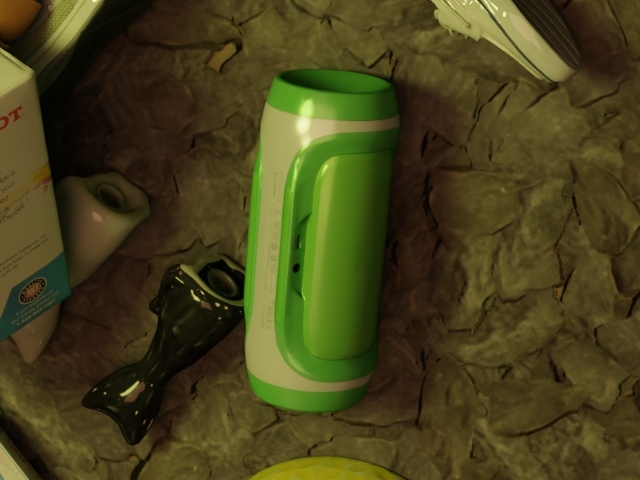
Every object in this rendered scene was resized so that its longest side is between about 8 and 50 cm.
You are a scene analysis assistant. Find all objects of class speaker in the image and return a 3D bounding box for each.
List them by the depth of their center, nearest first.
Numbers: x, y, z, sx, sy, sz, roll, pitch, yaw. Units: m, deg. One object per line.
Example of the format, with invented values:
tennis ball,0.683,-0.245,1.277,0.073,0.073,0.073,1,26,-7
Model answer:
speaker,0.000,0.000,1.499,0.131,0.131,0.297,8,107,10

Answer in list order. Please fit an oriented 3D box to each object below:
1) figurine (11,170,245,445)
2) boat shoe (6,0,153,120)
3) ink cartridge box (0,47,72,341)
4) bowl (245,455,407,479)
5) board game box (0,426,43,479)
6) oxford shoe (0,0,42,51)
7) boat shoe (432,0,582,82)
figurine,-0.204,0.068,1.588,0.215,0.092,0.209,38,114,1
boat shoe,-0.236,-0.213,1.496,0.103,0.118,0.320,47,121,3
ink cartridge box,-0.363,-0.043,1.427,0.197,0.198,0.270,35,145,29
bowl,0.000,0.370,1.589,0.289,0.156,0.289,3,107,11
board game box,-0.369,0.390,1.664,0.318,0.066,0.319,-37,96,-3
oxford shoe,-0.325,-0.260,1.427,0.076,0.076,0.212,-41,97,4
boat shoe,0.133,-0.215,1.443,0.076,0.083,0.226,-43,82,31
